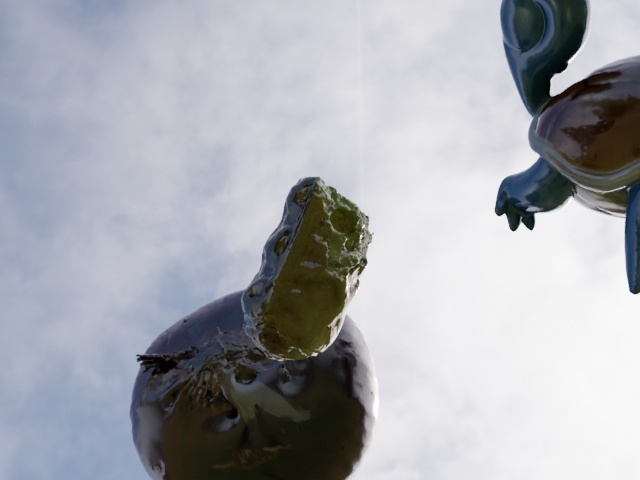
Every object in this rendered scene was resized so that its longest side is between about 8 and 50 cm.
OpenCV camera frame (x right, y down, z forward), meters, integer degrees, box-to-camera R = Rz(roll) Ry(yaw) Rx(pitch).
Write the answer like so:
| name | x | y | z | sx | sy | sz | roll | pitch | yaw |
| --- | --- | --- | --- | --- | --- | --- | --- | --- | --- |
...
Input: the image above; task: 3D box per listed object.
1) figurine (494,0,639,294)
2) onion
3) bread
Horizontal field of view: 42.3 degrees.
| name | x | y | z | sx | sy | sz | roll | pitch | yaw |
| --- | --- | --- | --- | --- | --- | --- | --- | --- | --- |
| figurine | 0.338 | -0.101 | 0.839 | 0.298 | 0.416 | 0.243 | -21 | -41 | -38 |
| onion | -0.060 | 0.190 | 0.908 | 0.273 | 0.273 | 0.285 | -23 | -44 | 4 |
| bread | -0.008 | 0.020 | 0.499 | 0.110 | 0.066 | 0.060 | -67 | -26 | -9 |
